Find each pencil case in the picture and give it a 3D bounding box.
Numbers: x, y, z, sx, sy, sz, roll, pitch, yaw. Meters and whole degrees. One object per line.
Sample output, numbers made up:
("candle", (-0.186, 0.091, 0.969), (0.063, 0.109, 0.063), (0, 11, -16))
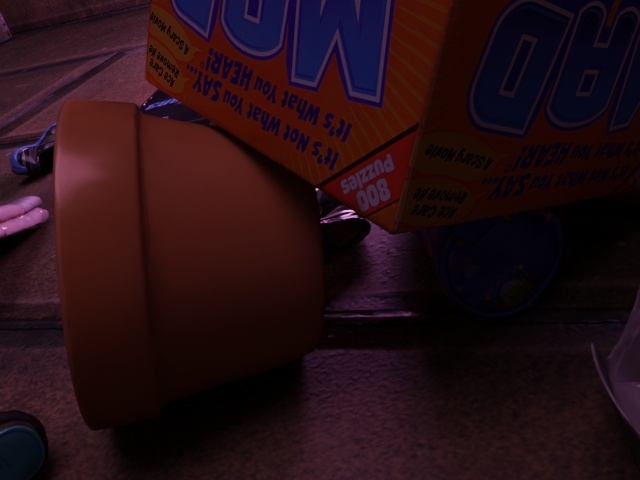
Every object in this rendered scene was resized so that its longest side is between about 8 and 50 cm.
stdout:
("pencil case", (0.138, -0.046, 0.746), (0.119, 0.133, 0.306), (-36, 27, 10))

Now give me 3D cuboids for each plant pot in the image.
("plant pot", (-0.114, 0.014, 0.654), (0.204, 0.290, 0.291), (-5, 27, -10))

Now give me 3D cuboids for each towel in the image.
("towel", (-0.587, 0.013, 1.005), (0.332, 0.053, 0.317), (-18, 9, -1))

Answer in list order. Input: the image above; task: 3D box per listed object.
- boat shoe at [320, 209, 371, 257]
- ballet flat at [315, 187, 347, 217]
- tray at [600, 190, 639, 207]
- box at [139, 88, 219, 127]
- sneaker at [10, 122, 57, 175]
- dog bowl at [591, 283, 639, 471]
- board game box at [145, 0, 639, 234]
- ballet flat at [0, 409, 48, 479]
("boat shoe", (0.000, 0.000, 0.829), (0.125, 0.046, 0.038), (-19, 23, -20))
("ballet flat", (0.012, -0.065, 0.929), (0.068, 0.072, 0.213), (24, 43, 12))
("tray", (0.264, -0.168, 0.804), (0.076, 0.202, 0.411), (-17, 25, -34))
("box", (-0.201, -0.254, 1.348), (0.296, 0.073, 0.293), (-8, 29, 17))
("sneaker", (-0.523, -0.175, 1.402), (0.078, 0.067, 0.188), (15, 36, 11))
("dog bowl", (0.350, 0.087, 0.432), (0.349, 0.102, 0.348), (-12, 30, 7))
("board game box", (0.105, -0.257, 0.611), (0.357, 0.356, 0.356), (-9, 32, -39))
("ballet flat", (-0.364, 0.231, 0.588), (0.280, 0.095, 0.096), (-26, 19, -35))
